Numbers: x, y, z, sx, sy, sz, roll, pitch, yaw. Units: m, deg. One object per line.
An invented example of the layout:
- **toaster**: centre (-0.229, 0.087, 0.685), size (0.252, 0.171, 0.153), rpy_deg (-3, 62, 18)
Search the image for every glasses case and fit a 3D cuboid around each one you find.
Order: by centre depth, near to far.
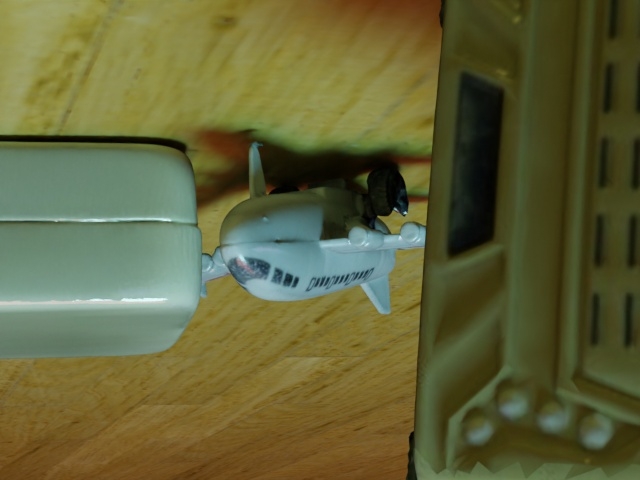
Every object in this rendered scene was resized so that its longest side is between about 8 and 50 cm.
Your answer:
- **glasses case**: centre (-0.211, 0.008, 0.631), size (0.313, 0.070, 0.131), rpy_deg (0, 166, -12)

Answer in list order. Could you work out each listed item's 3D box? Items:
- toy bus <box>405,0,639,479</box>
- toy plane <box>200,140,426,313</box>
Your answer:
- **toy bus**: centre (0.160, 0.019, 0.492), size (0.202, 0.176, 0.365), rpy_deg (0, 170, 25)
- **toy plane**: centre (0.000, 0.000, 0.653), size (0.162, 0.065, 0.171), rpy_deg (-9, 166, 23)
